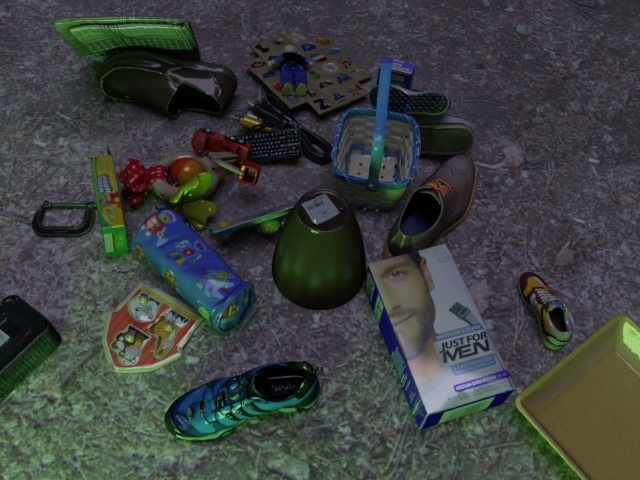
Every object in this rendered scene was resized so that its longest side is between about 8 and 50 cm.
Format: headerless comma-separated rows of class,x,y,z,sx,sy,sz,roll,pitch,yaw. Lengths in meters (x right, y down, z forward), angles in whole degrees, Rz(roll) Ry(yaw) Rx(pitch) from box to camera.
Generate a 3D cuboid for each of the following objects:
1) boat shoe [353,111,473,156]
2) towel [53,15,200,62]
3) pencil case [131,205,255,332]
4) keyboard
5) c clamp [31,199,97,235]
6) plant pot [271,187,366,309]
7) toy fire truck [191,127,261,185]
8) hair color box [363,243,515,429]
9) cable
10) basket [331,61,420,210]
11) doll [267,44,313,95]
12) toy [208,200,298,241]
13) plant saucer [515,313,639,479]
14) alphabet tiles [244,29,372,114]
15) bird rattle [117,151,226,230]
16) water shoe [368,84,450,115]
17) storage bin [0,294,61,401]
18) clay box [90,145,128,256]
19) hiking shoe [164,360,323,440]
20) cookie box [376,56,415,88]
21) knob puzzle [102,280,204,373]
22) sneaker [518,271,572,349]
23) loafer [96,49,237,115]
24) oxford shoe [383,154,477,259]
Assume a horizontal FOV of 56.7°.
boat shoe,0.238,-0.283,1.528,0.302,0.113,0.103,8,37,5
towel,-0.486,-0.509,1.535,0.324,0.312,0.056,-2,94,-7
pencil case,-0.268,0.058,1.270,0.306,0.119,0.133,40,54,21
keyboard,-0.140,-0.251,1.490,0.180,0.023,0.108,-6,84,4
c clamp,-0.593,-0.067,1.396,0.161,0.022,0.137,-4,63,-7
plant pot,0.000,0.000,1.252,0.215,0.230,0.215,1,57,-1
toy fire truck,-0.227,-0.203,1.416,0.192,0.047,0.135,18,31,0
hair color box,0.231,0.188,1.217,0.185,0.110,0.338,-14,57,-10
cable,-0.087,-0.291,1.557,0.287,0.072,0.139,32,44,3
basket,0.131,-0.226,1.367,0.201,0.289,0.254,6,60,8
doll,-0.082,-0.474,1.622,0.129,0.046,0.189,0,53,-7
toy,-0.132,-0.040,1.358,0.237,0.137,0.056,-15,100,-13
plant saucer,0.590,0.358,1.138,0.333,0.081,0.332,-31,64,-20
alphabet tiles,-0.034,-0.481,1.669,0.285,0.011,0.342,-28,61,-24
bird rattle,-0.344,-0.137,1.418,0.254,0.143,0.207,19,46,25
water shoe,0.220,-0.339,1.469,0.203,0.080,0.072,13,100,18
storage bin,-0.628,0.214,1.174,0.122,0.084,0.180,32,62,17
clay box,-0.479,-0.090,1.336,0.053,0.127,0.222,-10,62,-20
hiking shoe,-0.148,0.286,1.120,0.304,0.132,0.113,-15,59,-12
cookie box,0.202,-0.437,1.613,0.092,0.107,0.040,18,58,9
knob puzzle,-0.368,0.190,1.233,0.213,0.030,0.213,1,58,-2
sneaker,0.489,0.136,1.273,0.070,0.084,0.185,-12,59,-10
loafer,-0.406,-0.402,1.548,0.366,0.134,0.130,2,57,-1
oxford shoe,0.276,-0.091,1.380,0.130,0.132,0.363,28,60,15
